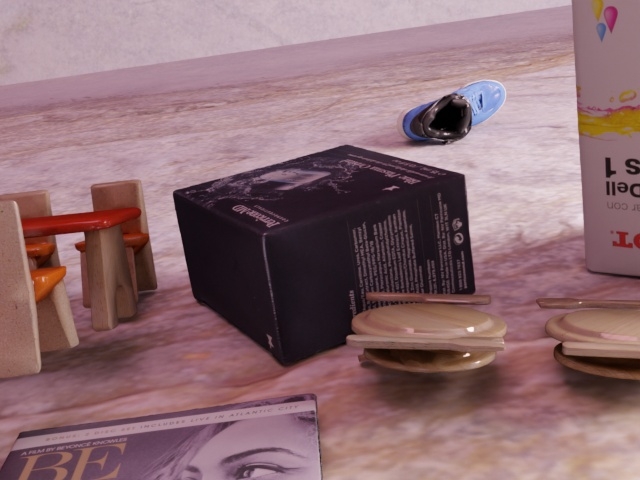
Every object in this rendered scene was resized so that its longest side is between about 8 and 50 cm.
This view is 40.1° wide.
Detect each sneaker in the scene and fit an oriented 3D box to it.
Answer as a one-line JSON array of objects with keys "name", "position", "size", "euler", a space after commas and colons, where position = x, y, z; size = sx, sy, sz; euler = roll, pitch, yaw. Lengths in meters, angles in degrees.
[{"name": "sneaker", "position": [0.177, -0.158, 1.074], "size": [0.152, 0.058, 0.084], "euler": [-18, 15, -17]}]

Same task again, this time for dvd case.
[{"name": "dvd case", "position": [-0.078, 0.134, 0.378], "size": [0.164, 0.018, 0.221], "euler": [-8, 18, 0]}]

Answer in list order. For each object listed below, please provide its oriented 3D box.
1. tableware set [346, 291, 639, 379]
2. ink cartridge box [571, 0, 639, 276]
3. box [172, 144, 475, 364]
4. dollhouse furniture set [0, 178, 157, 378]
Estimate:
[{"name": "tableware set", "position": [0.114, 0.062, 0.489], "size": [0.194, 0.039, 0.128], "euler": [1, 8, 8]}, {"name": "ink cartridge box", "position": [0.279, -0.112, 0.565], "size": [0.201, 0.278, 0.117], "euler": [7, 26, 36]}, {"name": "box", "position": [0.000, 0.000, 0.629], "size": [0.158, 0.093, 0.156], "euler": [-18, 21, -26]}, {"name": "dollhouse furniture set", "position": [-0.252, 0.000, 0.575], "size": [0.259, 0.135, 0.262], "euler": [-6, 6, 4]}]
